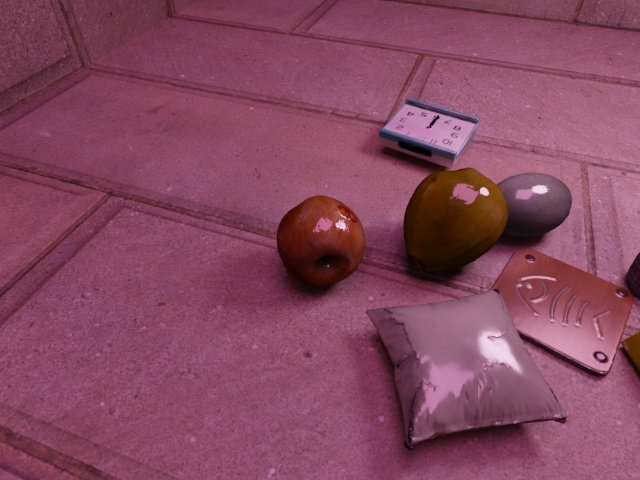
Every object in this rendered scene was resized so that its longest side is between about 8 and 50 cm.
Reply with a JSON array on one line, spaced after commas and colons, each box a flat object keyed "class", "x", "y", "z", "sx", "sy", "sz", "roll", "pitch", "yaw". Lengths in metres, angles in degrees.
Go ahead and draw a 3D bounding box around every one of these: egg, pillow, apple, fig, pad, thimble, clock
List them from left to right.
[{"class": "apple", "x": 0.000, "y": 0.000, "z": 1.075, "sx": 0.211, "sy": 0.211, "sz": 0.187, "roll": -5, "pitch": 44, "yaw": -5}, {"class": "clock", "x": 0.356, "y": -0.342, "z": 1.503, "sx": 0.262, "sy": 0.116, "sz": 0.231, "roll": 23, "pitch": 54, "yaw": 23}, {"class": "fig", "x": 0.313, "y": -0.042, "z": 1.110, "sx": 0.239, "sy": 0.239, "sz": 0.271, "roll": 30, "pitch": 73, "yaw": 27}, {"class": "pillow", "x": 0.274, "y": 0.235, "z": 0.903, "sx": 0.310, "sy": 0.119, "sz": 0.312, "roll": -9, "pitch": 45, "yaw": -4}, {"class": "egg", "x": 0.545, "y": -0.093, "z": 1.201, "sx": 0.237, "sy": 0.169, "sz": 0.169, "roll": -9, "pitch": 46, "yaw": -8}, {"class": "pad", "x": 0.556, "y": 0.147, "z": 1.070, "sx": 0.284, "sy": 0.018, "sz": 0.286, "roll": 28, "pitch": 49, "yaw": 26}, {"class": "thimble", "x": 0.819, "y": 0.082, "z": 1.078, "sx": 0.150, "sy": 0.097, "sz": 0.150, "roll": 0, "pitch": 44, "yaw": 0}]

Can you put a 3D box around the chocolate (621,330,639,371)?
[{"class": "chocolate", "x": 0.809, "y": 0.269, "z": 0.860, "sx": 0.301, "sy": 0.137, "sz": 0.288, "roll": -4, "pitch": 45, "yaw": -5}]
